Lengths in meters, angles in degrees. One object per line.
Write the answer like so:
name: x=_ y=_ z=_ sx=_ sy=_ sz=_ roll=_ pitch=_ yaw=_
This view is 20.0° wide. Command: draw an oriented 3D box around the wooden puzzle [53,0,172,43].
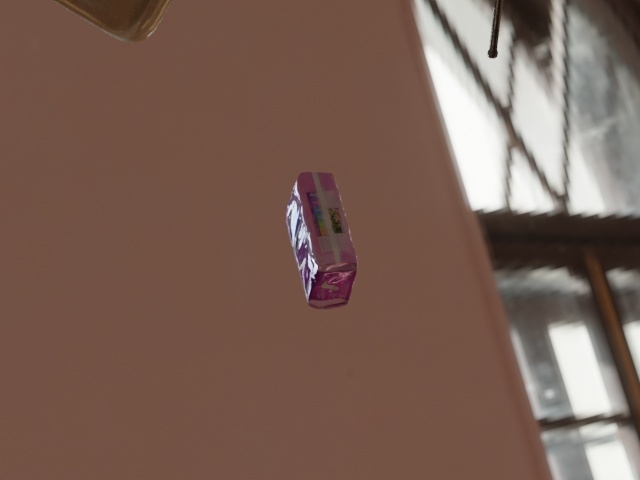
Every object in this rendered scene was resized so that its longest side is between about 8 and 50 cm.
wooden puzzle: x=-0.187 y=-0.358 z=1.291 sx=0.322 sy=0.347 sz=0.080 roll=-59 pitch=-5 yaw=7

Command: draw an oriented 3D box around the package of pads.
package of pads: x=0.000 y=0.000 z=1.217 sx=0.032 sy=0.083 sz=0.050 roll=-4 pitch=-39 yaw=-14

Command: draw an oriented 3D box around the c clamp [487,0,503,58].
c clamp: x=0.181 y=-0.187 z=1.130 sx=0.160 sy=0.022 sz=0.137 roll=-7 pitch=-59 yaw=-9
